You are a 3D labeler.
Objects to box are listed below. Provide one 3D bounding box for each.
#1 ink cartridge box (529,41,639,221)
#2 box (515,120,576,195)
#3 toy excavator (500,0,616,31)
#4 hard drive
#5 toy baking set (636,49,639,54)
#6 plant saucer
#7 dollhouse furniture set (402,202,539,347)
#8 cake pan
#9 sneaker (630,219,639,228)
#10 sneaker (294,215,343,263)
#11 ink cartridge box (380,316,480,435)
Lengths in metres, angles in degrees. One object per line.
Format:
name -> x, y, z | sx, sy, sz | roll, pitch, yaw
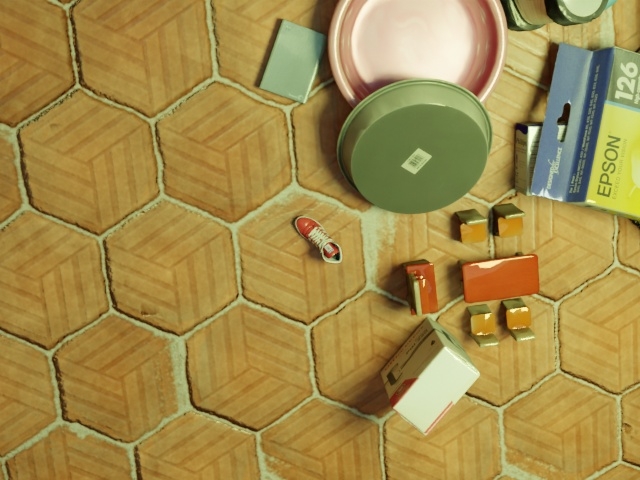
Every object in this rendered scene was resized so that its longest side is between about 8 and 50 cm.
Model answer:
ink cartridge box -> 0.571, -0.197, 1.727 | 0.307, 0.072, 0.303 | 13, 85, -12
box -> 0.448, -0.160, 1.791 | 0.126, 0.072, 0.137 | -3, 103, -6
toy excavator -> 0.475, -0.642, 1.641 | 0.445, 0.222, 0.432 | -33, 106, -11
hard drive -> -0.049, -0.333, 1.731 | 0.094, 0.022, 0.135 | 18, 100, -9
toy baking set -> 0.686, -0.307, 1.803 | 0.256, 0.030, 0.197 | -45, 103, 5
plant saucer -> 0.176, -0.363, 1.716 | 0.332, 0.084, 0.331 | -1, 102, -4
dollhouse furniture set -> 0.298, 0.081, 1.798 | 0.259, 0.135, 0.261 | -8, 103, -4
cake pan -> 0.178, -0.161, 1.708 | 0.293, 0.054, 0.293 | -3, 131, -3
sneaker -> 0.767, -0.002, 1.826 | 0.343, 0.134, 0.146 | 41, 95, -12
sneaker -> 0.000, 0.000, 1.786 | 0.118, 0.067, 0.042 | 42, 95, -12
ink cartridge box -> 0.206, 0.256, 1.786 | 0.092, 0.218, 0.158 | 39, 96, -7
